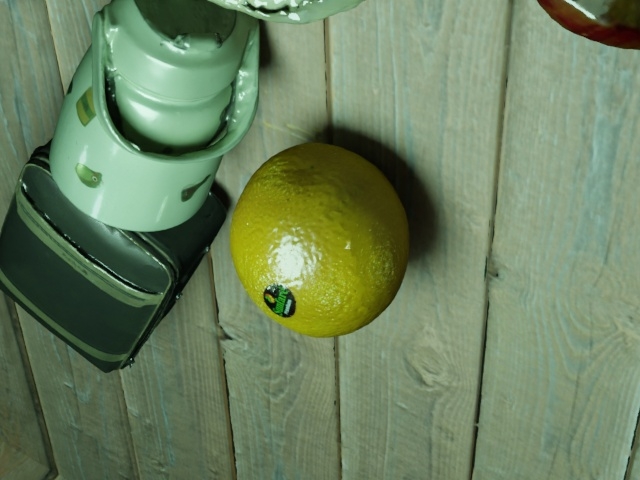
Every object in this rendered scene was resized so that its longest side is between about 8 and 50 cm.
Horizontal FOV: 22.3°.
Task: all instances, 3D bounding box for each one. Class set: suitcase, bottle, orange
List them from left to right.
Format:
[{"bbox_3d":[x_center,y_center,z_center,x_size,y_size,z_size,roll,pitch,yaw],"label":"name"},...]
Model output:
[{"bbox_3d":[-0.313,0.005,2.287,0.283,0.194,0.434,39,146,1],"label":"suitcase"},{"bbox_3d":[-0.186,-0.179,1.925,0.229,0.229,0.352,36,140,5],"label":"bottle"},{"bbox_3d":[0.000,0.000,1.942,0.236,0.236,0.236,27,145,20],"label":"orange"}]

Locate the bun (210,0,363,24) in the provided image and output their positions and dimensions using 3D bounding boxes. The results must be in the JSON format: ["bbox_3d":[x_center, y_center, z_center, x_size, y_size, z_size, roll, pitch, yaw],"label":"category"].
[{"bbox_3d":[-0.024,-0.384,1.509,0.359,0.211,0.360,21,132,25],"label":"bun"}]

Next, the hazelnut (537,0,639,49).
[{"bbox_3d":[0.261,-0.268,1.426,0.170,0.160,0.202,-7,89,34],"label":"hazelnut"}]
